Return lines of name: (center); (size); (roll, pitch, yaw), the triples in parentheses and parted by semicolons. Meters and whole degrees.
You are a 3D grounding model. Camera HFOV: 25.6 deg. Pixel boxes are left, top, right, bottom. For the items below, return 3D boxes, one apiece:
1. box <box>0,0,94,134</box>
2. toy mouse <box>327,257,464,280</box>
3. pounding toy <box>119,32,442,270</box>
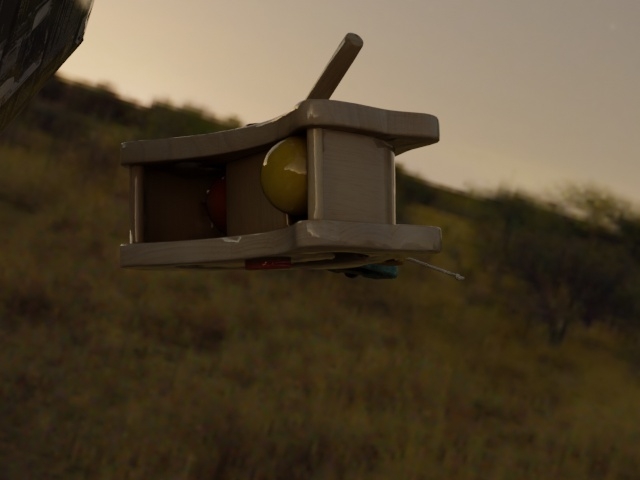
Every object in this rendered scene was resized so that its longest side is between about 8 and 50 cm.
box: (-0.156, -0.191, 0.703); (0.076, 0.307, 0.242); (23, 34, -1)
toy mouse: (0.000, 0.000, 0.983); (0.161, 0.031, 0.143); (15, -11, -20)
pounding toy: (-0.037, -0.058, 0.851); (0.154, 0.155, 0.269); (1, -5, -22)
